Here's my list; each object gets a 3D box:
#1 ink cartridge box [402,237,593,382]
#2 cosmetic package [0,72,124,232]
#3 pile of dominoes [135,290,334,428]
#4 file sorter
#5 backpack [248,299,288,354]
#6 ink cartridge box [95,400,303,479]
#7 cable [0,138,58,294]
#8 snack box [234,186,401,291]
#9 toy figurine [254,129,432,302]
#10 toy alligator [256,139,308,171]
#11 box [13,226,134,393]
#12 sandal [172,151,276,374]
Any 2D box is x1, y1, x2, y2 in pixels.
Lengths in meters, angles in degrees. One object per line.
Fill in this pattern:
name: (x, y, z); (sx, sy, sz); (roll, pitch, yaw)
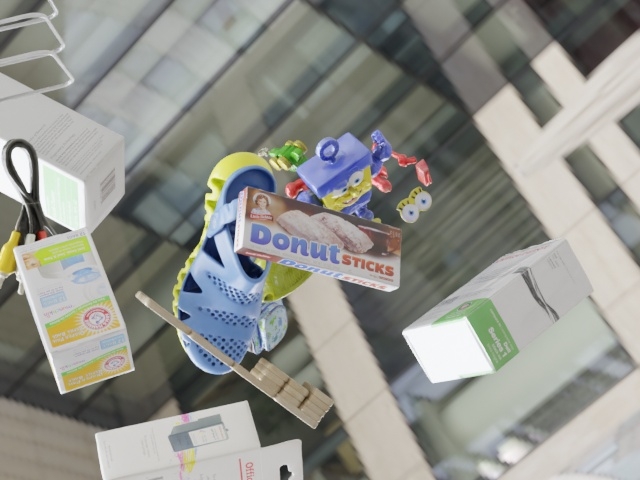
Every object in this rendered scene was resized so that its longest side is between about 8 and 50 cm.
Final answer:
ink cartridge box: (0.249, 0.098, 1.800); (0.219, 0.160, 0.092); (-33, -84, -30)
cosmetic package: (-0.595, -0.189, 2.678); (0.365, 0.197, 0.155); (26, -126, 13)
pile of dominoes: (-0.100, 0.121, 1.466); (0.251, 0.040, 0.196); (38, 174, -13)
file sorter: (-0.535, -0.389, 2.153); (0.193, 0.173, 0.277); (76, 180, -79)
backpack: (-0.111, 0.155, 2.515); (0.084, 0.105, 0.114); (12, -141, 24)
ink cartridge box: (-0.215, 0.417, 2.349); (0.119, 0.353, 0.207); (-111, 15, -46)
cable: (-0.534, -0.044, 2.412); (0.139, 0.287, 0.072); (1, -172, -26)
snack box: (0.000, 0.000, 1.271); (0.178, 0.022, 0.064); (15, -113, -27)
toy figurine: (-0.006, -0.090, 2.057); (0.191, 0.362, 0.217); (50, 168, 33)
toy alligator: (-0.065, -0.155, 2.475); (0.051, 0.056, 0.190); (49, 163, -19)
box: (-0.349, 0.098, 1.829); (0.103, 0.114, 0.203); (90, 158, -50)
sandal: (-0.121, 0.040, 1.806); (0.126, 0.317, 0.138); (5, -168, -26)
